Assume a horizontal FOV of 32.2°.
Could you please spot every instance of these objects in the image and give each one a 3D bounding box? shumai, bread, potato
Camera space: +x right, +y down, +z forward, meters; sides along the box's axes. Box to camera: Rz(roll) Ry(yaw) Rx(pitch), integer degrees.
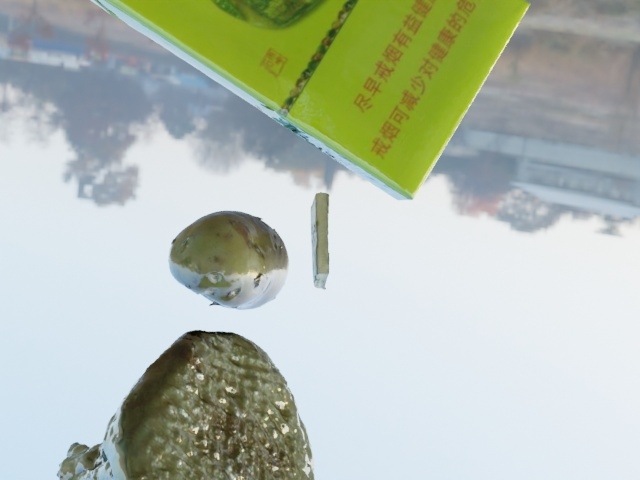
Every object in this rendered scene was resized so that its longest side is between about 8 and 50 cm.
[{"bbox_3d":[-0.220,0.336,1.582,0.323,0.324,0.397,-28,-167,32],"label":"shumai"},{"bbox_3d":[0.000,0.000,1.821,0.028,0.154,0.068,2,157,-7],"label":"bread"},{"bbox_3d":[-0.144,0.033,1.807,0.164,0.165,0.262,11,-176,19],"label":"potato"}]

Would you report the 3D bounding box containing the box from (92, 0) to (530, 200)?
[{"bbox_3d":[-0.023,-0.195,0.838,0.335,0.187,0.047,32,175,-13],"label":"box"}]
